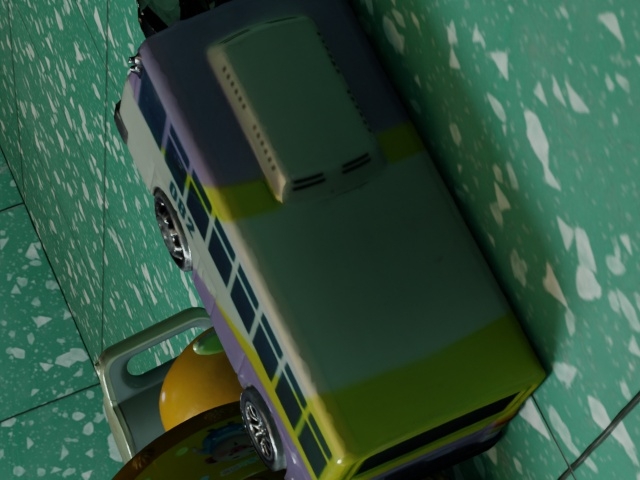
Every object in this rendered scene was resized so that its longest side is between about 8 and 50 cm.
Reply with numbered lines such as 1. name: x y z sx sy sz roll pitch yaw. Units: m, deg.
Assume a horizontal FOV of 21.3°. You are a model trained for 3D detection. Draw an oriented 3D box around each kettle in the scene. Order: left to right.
1. kettle: -0.151 0.184 2.148 0.160 0.243 0.210 -134 29 -55

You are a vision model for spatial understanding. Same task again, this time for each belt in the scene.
1. belt: -0.147 -0.253 1.841 0.058 0.105 0.140 112 145 -68

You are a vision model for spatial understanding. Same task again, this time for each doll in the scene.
1. doll: -0.073 0.165 1.948 0.213 0.213 0.236 54 146 43

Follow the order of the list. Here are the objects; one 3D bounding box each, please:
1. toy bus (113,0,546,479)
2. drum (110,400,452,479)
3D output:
1. toy bus: -0.006 -0.005 1.483 0.440 0.209 0.249 64 162 17
2. drum: -0.032 0.379 1.666 0.214 0.431 0.431 32 140 64
